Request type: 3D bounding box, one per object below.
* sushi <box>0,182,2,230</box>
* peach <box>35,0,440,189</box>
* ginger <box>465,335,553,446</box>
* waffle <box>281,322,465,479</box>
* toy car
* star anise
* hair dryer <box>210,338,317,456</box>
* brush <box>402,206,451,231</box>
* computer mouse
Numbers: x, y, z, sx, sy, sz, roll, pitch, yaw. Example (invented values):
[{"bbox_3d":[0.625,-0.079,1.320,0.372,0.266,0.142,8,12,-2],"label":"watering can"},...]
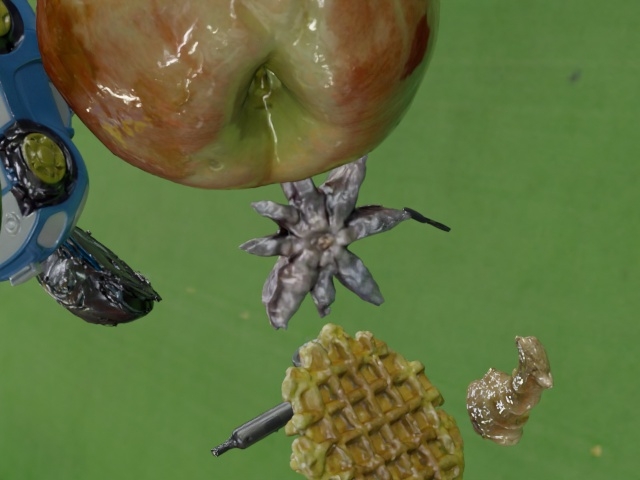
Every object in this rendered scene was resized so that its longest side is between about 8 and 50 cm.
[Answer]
[{"bbox_3d":[-0.382,-0.065,0.919,0.299,0.281,0.294,-17,70,10],"label":"sushi"},{"bbox_3d":[-0.049,-0.163,0.791,0.232,0.232,0.256,-49,45,43],"label":"peach"},{"bbox_3d":[0.312,0.237,2.259,0.294,0.086,0.131,108,144,-54],"label":"ginger"},{"bbox_3d":[0.075,0.278,1.976,0.068,0.325,0.302,-40,32,46],"label":"waffle"},{"bbox_3d":[-0.326,-0.107,1.390,0.198,0.166,0.314,-31,76,34],"label":"toy car"},{"bbox_3d":[0.000,0.000,1.663,0.236,0.229,0.093,-52,19,-6],"label":"star anise"},{"bbox_3d":[-0.050,0.290,2.138,0.078,0.248,0.195,33,148,66],"label":"hair dryer"},{"bbox_3d":[0.138,-0.026,1.795,0.008,0.083,0.024,-54,37,23],"label":"brush"},{"bbox_3d":[-0.282,0.042,1.649,0.077,0.146,0.242,-53,41,2],"label":"computer mouse"}]
